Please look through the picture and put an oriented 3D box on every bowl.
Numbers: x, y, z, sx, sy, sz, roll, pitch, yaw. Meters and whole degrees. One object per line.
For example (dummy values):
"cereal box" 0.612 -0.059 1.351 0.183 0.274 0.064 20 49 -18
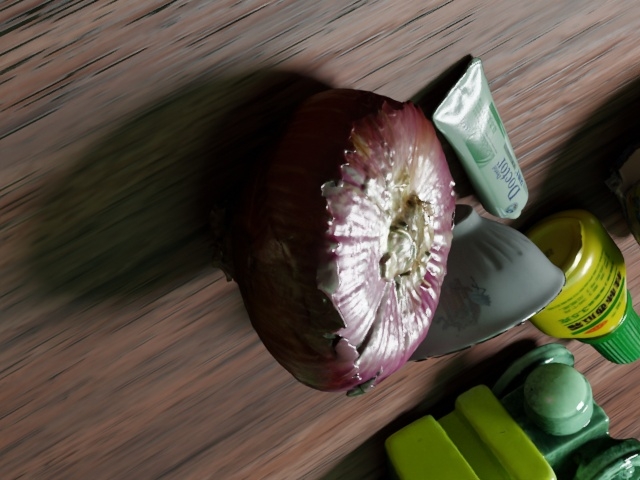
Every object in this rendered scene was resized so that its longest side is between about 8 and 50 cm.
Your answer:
"bowl" 0.100 0.024 1.609 0.189 0.189 0.086 -29 107 -26

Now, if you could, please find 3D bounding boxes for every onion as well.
"onion" 0.000 0.000 1.429 0.230 0.163 0.230 5 85 -63

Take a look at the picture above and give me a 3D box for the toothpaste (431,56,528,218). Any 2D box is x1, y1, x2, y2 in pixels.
"toothpaste" 0.135 -0.073 1.612 0.064 0.041 0.218 -52 150 -11

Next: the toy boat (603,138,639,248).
"toy boat" 0.318 -0.035 1.866 0.084 0.066 0.210 -39 152 -6

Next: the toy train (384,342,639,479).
"toy train" 0.187 0.286 2.021 0.272 0.179 0.442 -30 150 -13

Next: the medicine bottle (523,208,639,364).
"medicine bottle" 0.260 0.056 1.901 0.111 0.076 0.309 -45 152 3
